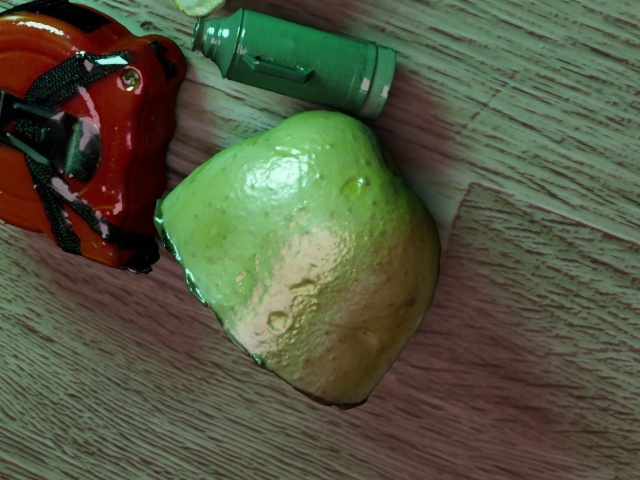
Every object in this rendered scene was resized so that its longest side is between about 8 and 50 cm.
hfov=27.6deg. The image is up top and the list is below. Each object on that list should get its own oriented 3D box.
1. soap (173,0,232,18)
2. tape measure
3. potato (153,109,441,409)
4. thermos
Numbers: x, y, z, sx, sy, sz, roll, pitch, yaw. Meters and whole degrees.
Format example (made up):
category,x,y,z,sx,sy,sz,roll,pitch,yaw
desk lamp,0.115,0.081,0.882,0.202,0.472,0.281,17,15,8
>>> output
category,x,y,z,sx,sy,sz,roll,pitch,yaw
soap,-0.145,-0.381,1.205,0.315,0.091,0.199,46,117,-5
tape measure,-0.267,-0.114,1.331,0.260,0.114,0.253,18,114,9
potato,0.000,0.000,1.249,0.242,0.242,0.285,-45,76,26
thermos,-0.029,-0.165,1.225,0.187,0.083,0.073,14,147,-11
